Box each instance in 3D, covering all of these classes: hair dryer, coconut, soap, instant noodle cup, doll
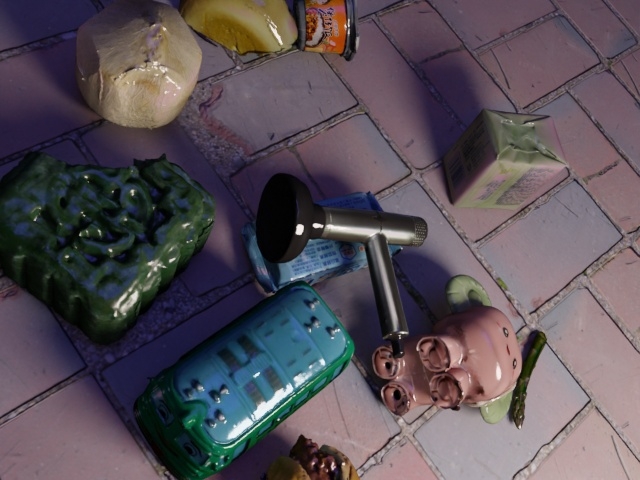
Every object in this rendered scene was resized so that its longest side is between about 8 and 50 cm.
[{"bbox_3d":[0.065,0.035,1.229,0.320,0.156,0.284,12,42,-23],"label":"hair dryer"},{"bbox_3d":[-0.333,-0.328,1.303,0.227,0.230,0.227,9,63,-17],"label":"coconut"},{"bbox_3d":[0.394,-0.171,1.541,0.182,0.199,0.139,3,60,-21],"label":"soap"},{"bbox_3d":[0.000,0.000,1.365,0.293,0.077,0.156,-13,72,-26],"label":"soap"},{"bbox_3d":[0.005,-0.485,1.569,0.125,0.178,0.208,-4,28,-9],"label":"instant noodle cup"},{"bbox_3d":[0.259,0.211,1.324,0.268,0.216,0.284,-10,85,-52],"label":"doll"}]

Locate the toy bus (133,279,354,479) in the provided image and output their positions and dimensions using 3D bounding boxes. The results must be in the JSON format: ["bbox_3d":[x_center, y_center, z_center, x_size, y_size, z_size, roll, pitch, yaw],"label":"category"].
[{"bbox_3d":[-0.112,0.217,1.140,0.343,0.199,0.184,-35,82,-30],"label":"toy bus"}]

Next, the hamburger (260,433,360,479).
[{"bbox_3d":[0.020,0.474,1.086,0.155,0.245,0.282,-8,112,-31],"label":"hamburger"}]

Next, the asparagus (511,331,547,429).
[{"bbox_3d":[0.417,0.271,1.428,0.034,0.027,0.236,27,57,5],"label":"asparagus"}]

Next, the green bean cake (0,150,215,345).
[{"bbox_3d":[-0.367,-0.031,1.178,0.307,0.169,0.300,36,57,0],"label":"green bean cake"}]

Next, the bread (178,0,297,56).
[{"bbox_3d":[-0.160,-0.497,1.505,0.260,0.156,0.158,28,59,-8],"label":"bread"}]
